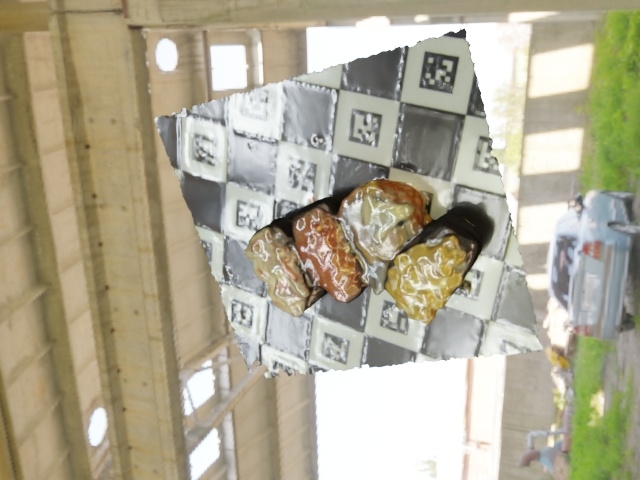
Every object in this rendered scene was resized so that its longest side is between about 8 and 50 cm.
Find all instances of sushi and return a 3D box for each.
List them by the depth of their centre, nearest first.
[{"bbox_3d":[0.000,0.000,0.504,0.050,0.289,0.264,-36,-68,-56],"label":"sushi"}]
